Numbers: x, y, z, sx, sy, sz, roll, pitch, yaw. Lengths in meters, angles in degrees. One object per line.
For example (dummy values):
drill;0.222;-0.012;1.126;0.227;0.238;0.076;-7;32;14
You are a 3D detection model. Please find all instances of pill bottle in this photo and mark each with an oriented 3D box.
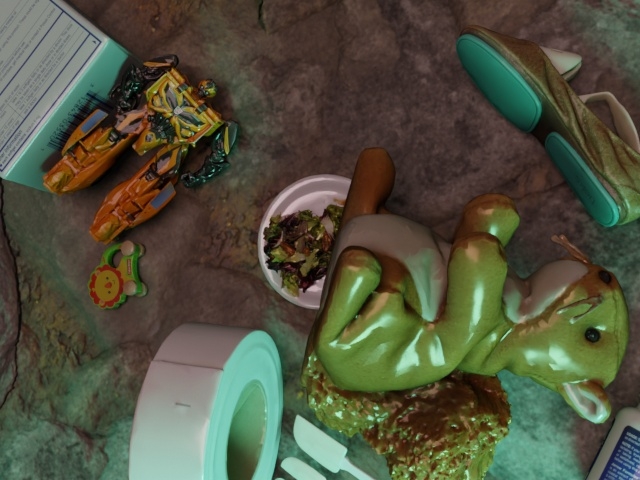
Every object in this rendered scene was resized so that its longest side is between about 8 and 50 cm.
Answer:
pill bottle;0.403;0.268;1.048;0.112;0.112;0.187;27;90;17

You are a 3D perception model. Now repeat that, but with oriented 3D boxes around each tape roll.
tape roll;-0.139;0.249;1.111;0.100;0.286;0.286;5;84;17

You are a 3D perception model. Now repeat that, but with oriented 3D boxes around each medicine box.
medicine box;-0.469;-0.267;1.347;0.289;0.149;0.263;40;94;17

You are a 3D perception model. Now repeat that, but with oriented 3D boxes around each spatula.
spatula;0.041;0.361;1.140;0.242;0.019;0.168;31;115;23

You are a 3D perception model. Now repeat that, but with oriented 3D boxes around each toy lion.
toy lion;-0.319;0.056;1.324;0.096;0.034;0.100;-9;80;22

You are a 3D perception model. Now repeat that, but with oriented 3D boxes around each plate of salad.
plate of salad;0.000;0.000;1.232;0.199;0.048;0.200;-2;82;15

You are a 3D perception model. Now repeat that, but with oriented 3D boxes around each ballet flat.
ballet flat;0.330;-0.176;1.142;0.124;0.116;0.342;-35;74;-13

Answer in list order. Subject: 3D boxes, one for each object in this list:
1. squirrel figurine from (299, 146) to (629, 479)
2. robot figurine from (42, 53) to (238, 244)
squirrel figurine;0.177;0.131;1.078;0.370;0.281;0.397;15;117;-2
robot figurine;-0.266;-0.138;1.286;0.291;0.085;0.211;-42;96;9
